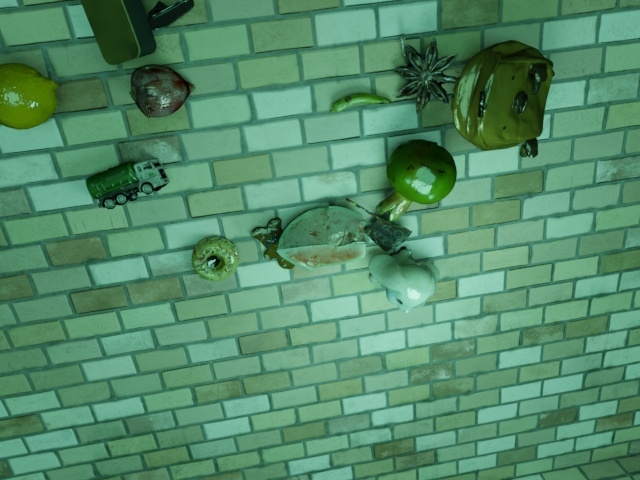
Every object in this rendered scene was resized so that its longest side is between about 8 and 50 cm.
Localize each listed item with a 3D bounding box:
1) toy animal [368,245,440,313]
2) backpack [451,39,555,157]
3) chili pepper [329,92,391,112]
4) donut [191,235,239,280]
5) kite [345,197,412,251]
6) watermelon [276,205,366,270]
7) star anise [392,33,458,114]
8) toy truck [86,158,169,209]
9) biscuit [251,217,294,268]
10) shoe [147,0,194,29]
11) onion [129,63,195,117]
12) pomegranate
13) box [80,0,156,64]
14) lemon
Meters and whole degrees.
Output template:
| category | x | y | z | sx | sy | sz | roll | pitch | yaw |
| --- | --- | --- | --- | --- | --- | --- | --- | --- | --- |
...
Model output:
| category | x | y | z | sx | sy | sz | roll | pitch | yaw |
| --- | --- | --- | --- | --- | --- | --- | --- | --- | --- |
| toy animal | 0.318 | 0.135 | 1.677 | 0.249 | 0.289 | 0.173 | -3 | 112 | -29 |
| backpack | 0.575 | -0.436 | 1.455 | 0.378 | 0.201 | 0.353 | -18 | 117 | -31 |
| chili pepper | 0.131 | -0.456 | 1.515 | 0.208 | 0.043 | 0.048 | -11 | 101 | -4 |
| donut | -0.373 | 0.070 | 1.650 | 0.175 | 0.068 | 0.174 | -3 | 114 | -6 |
| kite | 0.183 | -0.059 | 1.670 | 0.286 | 0.015 | 0.152 | 30 | 136 | -19 |
| watermelon | 0.000 | 0.000 | 1.611 | 0.306 | 0.180 | 0.223 | -7 | 102 | -2 |
| star anise | 0.327 | -0.534 | 1.471 | 0.230 | 0.081 | 0.262 | -32 | 91 | 37 |
| toy truck | -0.621 | -0.186 | 1.496 | 0.243 | 0.101 | 0.124 | -20 | 102 | 3 |
| biscuit | -0.150 | 0.021 | 1.682 | 0.138 | 0.031 | 0.204 | -28 | 115 | 4 |
| shoe | -0.441 | -0.668 | 1.344 | 0.160 | 0.062 | 0.053 | -24 | 86 | 9 |
| onion | -0.465 | -0.451 | 1.389 | 0.195 | 0.160 | 0.159 | -21 | 117 | -29 |
| pomegranate | 0.309 | -0.192 | 1.554 | 0.236 | 0.236 | 0.301 | 30 | 105 | -18 |
| box | -0.560 | -0.610 | 1.305 | 0.145 | 0.090 | 0.200 | -3 | 115 | 28 |
| lemon | -0.866 | -0.407 | 1.322 | 0.244 | 0.186 | 0.186 | -22 | 114 | 5 |
